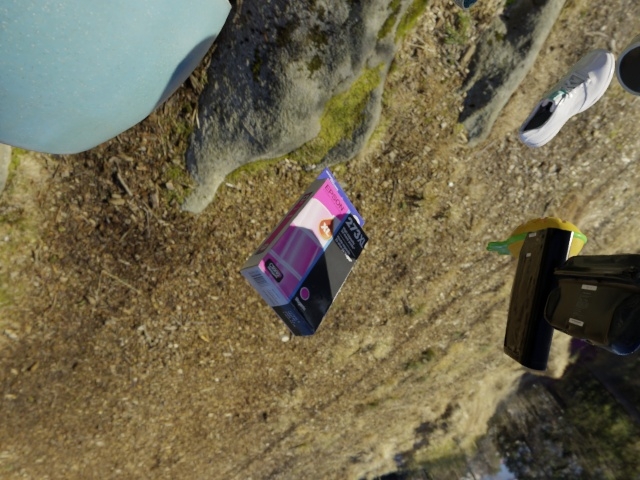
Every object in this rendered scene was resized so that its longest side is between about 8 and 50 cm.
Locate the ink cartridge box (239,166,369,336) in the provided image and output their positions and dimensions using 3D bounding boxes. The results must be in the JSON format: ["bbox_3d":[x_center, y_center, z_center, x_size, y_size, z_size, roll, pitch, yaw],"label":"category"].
[{"bbox_3d":[0.000,0.000,0.852,0.069,0.371,0.175,-18,117,40],"label":"ink cartridge box"}]

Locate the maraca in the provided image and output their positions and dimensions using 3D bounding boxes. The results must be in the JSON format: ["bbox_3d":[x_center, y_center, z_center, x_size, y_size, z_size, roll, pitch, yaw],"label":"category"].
[{"bbox_3d":[0.430,0.007,0.828,0.127,0.099,0.186,19,160,-30],"label":"maraca"}]

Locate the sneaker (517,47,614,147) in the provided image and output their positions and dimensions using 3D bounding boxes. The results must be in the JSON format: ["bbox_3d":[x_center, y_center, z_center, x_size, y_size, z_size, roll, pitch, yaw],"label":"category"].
[{"bbox_3d":[0.475,-0.279,0.801,0.094,0.080,0.212,3,130,-48],"label":"sneaker"}]

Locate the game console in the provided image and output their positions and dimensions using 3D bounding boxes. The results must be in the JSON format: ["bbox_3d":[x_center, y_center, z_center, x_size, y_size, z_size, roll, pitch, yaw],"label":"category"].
[{"bbox_3d":[0.329,0.085,0.557,0.044,0.213,0.361,12,179,10],"label":"game console"}]

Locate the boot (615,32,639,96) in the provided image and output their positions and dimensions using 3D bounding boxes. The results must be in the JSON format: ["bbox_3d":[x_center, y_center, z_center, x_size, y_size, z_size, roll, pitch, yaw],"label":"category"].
[{"bbox_3d":[0.435,-0.203,0.357,0.176,0.244,0.088,-43,127,-14],"label":"boot"}]

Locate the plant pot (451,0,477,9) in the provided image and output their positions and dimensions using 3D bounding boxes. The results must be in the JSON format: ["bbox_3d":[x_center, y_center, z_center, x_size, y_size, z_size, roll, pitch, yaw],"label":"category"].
[{"bbox_3d":[0.212,-0.571,0.648,0.293,0.235,0.293,-52,170,-13],"label":"plant pot"}]

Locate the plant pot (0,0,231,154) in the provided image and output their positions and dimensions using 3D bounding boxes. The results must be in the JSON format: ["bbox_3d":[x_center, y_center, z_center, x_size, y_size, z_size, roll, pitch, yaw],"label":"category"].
[{"bbox_3d":[-0.256,-0.195,0.366,0.290,0.290,0.195,18,108,-36],"label":"plant pot"}]
